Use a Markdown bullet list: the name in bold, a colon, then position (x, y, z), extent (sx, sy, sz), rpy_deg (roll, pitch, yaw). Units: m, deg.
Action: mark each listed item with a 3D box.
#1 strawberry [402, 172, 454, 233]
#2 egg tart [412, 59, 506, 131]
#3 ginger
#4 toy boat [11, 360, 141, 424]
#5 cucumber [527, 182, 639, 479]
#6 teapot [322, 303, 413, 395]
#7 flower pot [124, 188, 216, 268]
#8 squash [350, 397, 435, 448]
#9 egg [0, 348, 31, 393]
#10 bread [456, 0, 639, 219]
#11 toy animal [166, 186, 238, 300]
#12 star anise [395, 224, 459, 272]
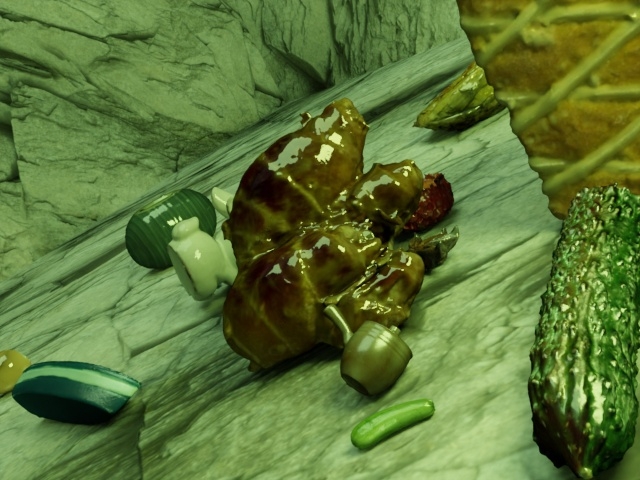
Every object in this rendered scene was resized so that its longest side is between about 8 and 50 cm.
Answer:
- **strawberry**: position (0.147, -0.062, 1.101), extent (0.145, 0.086, 0.145), rpy_deg (-19, 20, 7)
- **egg tart**: position (0.348, -0.332, 1.546), extent (0.297, 0.132, 0.297), rpy_deg (-39, 7, 6)
- **ginger**: position (-0.003, -0.010, 0.887), extent (0.274, 0.152, 0.357), rpy_deg (-11, 67, 32)
- **toy boat**: position (-0.377, 0.237, 1.038), extent (0.299, 0.096, 0.061), rpy_deg (-10, 35, 40)
- **cucumber**: position (0.240, 0.070, 0.600), extent (0.096, 0.096, 0.359), rpy_deg (-15, 24, 36)
- **teapot**: position (0.043, 0.119, 0.744), extent (0.080, 0.110, 0.085), rpy_deg (-50, -19, -22)
- **flower pot**: position (-0.377, -0.032, 1.698), extent (0.243, 0.157, 0.189), rpy_deg (-35, 17, -27)
- **squash**: position (0.069, 0.175, 0.653), extent (0.089, 0.027, 0.027), rpy_deg (-26, 17, -1)
- **egg**: position (-0.637, 0.267, 1.358), extent (0.080, 0.080, 0.096), rpy_deg (-12, 31, 42)
- **bread**: position (0.405, -0.257, 0.811), extent (0.390, 0.371, 0.279), rpy_deg (-20, 23, 36)
- **toy animal**: position (-0.189, 0.010, 1.257), extent (0.193, 0.178, 0.127), rpy_deg (-36, 21, -19)
- **star anise**: position (0.139, 0.023, 0.950), extent (0.141, 0.042, 0.141), rpy_deg (-30, 11, 6)
